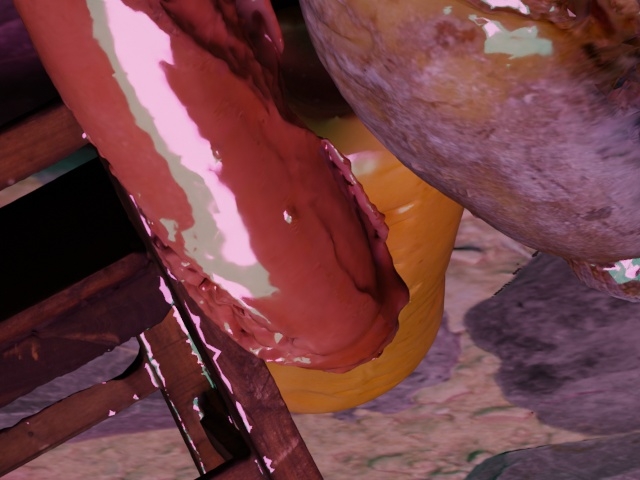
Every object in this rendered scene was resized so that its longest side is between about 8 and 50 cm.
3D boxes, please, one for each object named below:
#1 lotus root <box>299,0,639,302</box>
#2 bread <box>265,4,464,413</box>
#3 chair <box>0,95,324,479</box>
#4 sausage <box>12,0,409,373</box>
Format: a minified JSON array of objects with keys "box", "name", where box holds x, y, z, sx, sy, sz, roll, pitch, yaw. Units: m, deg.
[{"box":[0.089,-0.085,0.664,0.175,0.175,0.349,-9,156,13],"name":"lotus root"},{"box":[0.000,0.000,0.894,0.142,0.091,0.305,-5,152,-5],"name":"bread"},{"box":[-0.154,0.022,0.776,0.203,0.416,0.240,-28,-164,-10],"name":"chair"},{"box":[-0.055,-0.077,0.610,0.079,0.087,0.327,-2,124,38],"name":"sausage"}]
